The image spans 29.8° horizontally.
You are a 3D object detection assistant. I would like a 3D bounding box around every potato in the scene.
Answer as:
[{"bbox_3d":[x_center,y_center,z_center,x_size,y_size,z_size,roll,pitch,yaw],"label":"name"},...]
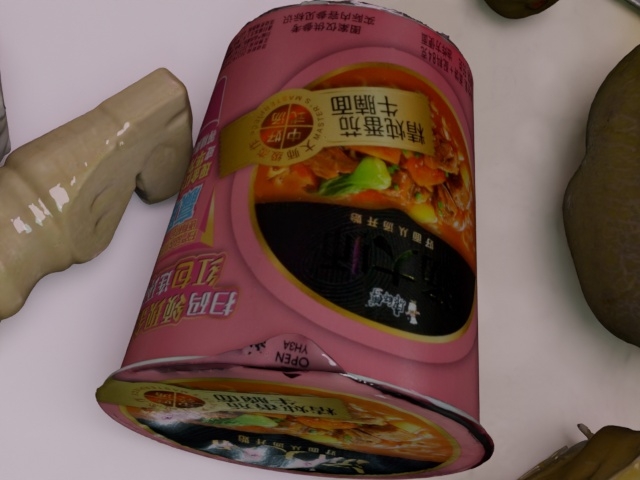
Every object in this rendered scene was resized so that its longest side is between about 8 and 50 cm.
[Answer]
[{"bbox_3d":[0.261,-0.025,0.844,0.174,0.159,0.251,16,83,13],"label":"potato"}]

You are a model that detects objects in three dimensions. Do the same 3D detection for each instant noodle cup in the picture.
[{"bbox_3d":[0.000,0.000,0.742,0.244,0.244,0.255,14,67,-12],"label":"instant noodle cup"}]

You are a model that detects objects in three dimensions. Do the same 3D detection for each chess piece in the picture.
[{"bbox_3d":[-0.162,-0.027,0.762,0.200,0.090,0.090,-37,90,-19],"label":"chess piece"}]

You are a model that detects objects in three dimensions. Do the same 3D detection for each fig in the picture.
[{"bbox_3d":[0.148,-0.210,0.892,0.074,0.074,0.088,-7,65,-17],"label":"fig"}]

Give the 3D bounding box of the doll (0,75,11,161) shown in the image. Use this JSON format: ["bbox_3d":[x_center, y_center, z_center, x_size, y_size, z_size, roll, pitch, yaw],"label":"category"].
[{"bbox_3d":[-0.275,-0.077,0.729,0.181,0.110,0.106,-21,77,-18],"label":"doll"}]

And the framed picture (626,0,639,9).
[{"bbox_3d":[0.269,-0.328,0.976,0.232,0.019,0.296,31,73,-7],"label":"framed picture"}]

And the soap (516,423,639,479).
[{"bbox_3d":[0.123,0.207,0.767,0.233,0.135,0.076,-31,88,-18],"label":"soap"}]
